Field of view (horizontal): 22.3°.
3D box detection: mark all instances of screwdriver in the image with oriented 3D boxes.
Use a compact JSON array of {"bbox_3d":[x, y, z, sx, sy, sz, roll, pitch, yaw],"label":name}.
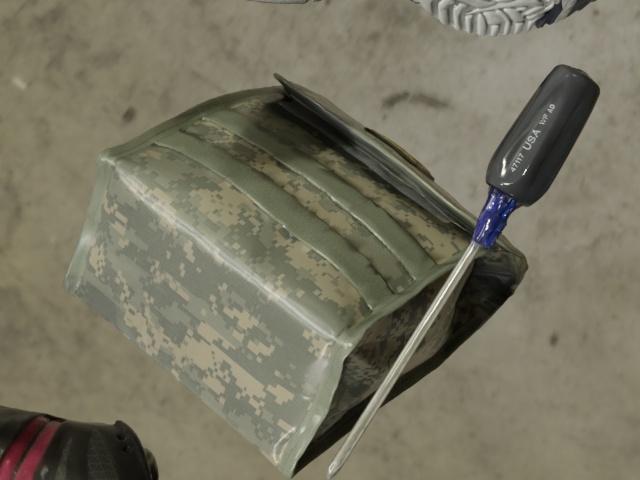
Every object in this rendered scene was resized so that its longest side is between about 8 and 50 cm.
[{"bbox_3d":[0.051,0.014,0.574,0.025,0.024,0.170,27,94,-7],"label":"screwdriver"}]

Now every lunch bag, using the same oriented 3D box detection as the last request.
[{"bbox_3d":[0.000,0.000,1.205,0.235,0.287,0.169,38,130,18],"label":"lunch bag"}]

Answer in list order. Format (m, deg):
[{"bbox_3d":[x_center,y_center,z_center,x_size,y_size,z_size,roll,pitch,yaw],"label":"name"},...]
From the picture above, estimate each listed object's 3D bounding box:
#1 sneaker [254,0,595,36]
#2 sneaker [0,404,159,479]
[{"bbox_3d":[0.037,-0.180,0.720,0.235,0.153,0.094,-3,157,-29],"label":"sneaker"},{"bbox_3d":[-0.248,0.230,1.398,0.483,0.202,0.185,41,138,23],"label":"sneaker"}]
